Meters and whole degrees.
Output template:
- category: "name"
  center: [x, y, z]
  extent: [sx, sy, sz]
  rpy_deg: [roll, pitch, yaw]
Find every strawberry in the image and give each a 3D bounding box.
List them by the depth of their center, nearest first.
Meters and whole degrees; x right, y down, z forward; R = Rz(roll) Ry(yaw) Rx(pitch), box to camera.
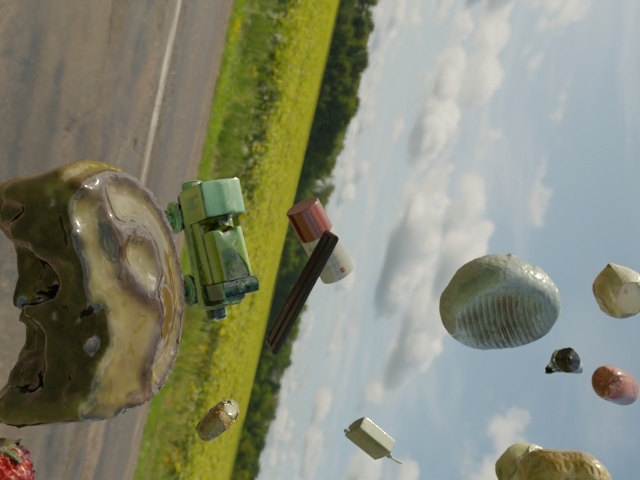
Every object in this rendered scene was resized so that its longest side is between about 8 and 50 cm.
- category: "strawberry"
  center: [-0.598, 0.487, 1.400]
  extent: [0.236, 0.111, 0.190]
  rpy_deg: [-65, -155, -2]

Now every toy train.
- category: "toy train"
  center: [-0.290, 0.018, 2.040]
  extent: [0.253, 0.160, 0.397]
  rpy_deg: [-15, -94, 55]

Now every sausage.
- category: "sausage"
  center: [0.520, 0.255, 1.337]
  extent: [0.154, 0.062, 0.062]
  rpy_deg: [25, 75, -53]

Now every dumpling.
- category: "dumpling"
  center: [0.557, 0.666, 2.140]
  extent: [0.193, 0.147, 0.258]
  rpy_deg: [-33, 146, -27]

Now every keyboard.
- category: "keyboard"
  center: [-0.070, 0.150, 1.578]
  extent: [0.381, 0.041, 0.103]
  rpy_deg: [-55, -163, 1]

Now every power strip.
- category: "power strip"
  center: [0.143, 0.516, 1.930]
  extent: [0.075, 0.175, 0.042]
  rpy_deg: [-41, -169, 45]

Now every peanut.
- category: "peanut"
  center: [0.599, 0.579, 1.876]
  extent: [0.129, 0.224, 0.129]
  rpy_deg: [-7, 90, -75]

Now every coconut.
- category: "coconut"
  center: [0.664, 0.108, 1.694]
  extent: [0.124, 0.110, 0.110]
  rpy_deg: [63, 6, -11]

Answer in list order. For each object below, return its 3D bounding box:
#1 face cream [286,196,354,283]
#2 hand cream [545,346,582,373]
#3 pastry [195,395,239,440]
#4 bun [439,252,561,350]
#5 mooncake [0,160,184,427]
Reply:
- category: "face cream"
  center: [0.000, 0.000, 1.983]
  extent: [0.214, 0.096, 0.096]
  rpy_deg: [62, 13, -19]
- category: "hand cream"
  center: [0.528, 0.272, 1.639]
  extent: [0.052, 0.075, 0.248]
  rpy_deg: [-64, 161, -9]
- category: "pastry"
  center: [-0.316, 0.553, 2.338]
  extent: [0.153, 0.081, 0.153]
  rpy_deg: [-48, -174, 6]
- category: "bun"
  center: [0.544, 0.181, 2.317]
  extent: [0.211, 0.362, 0.362]
  rpy_deg: [-81, -175, -52]
- category: "mooncake"
  center: [-0.387, 0.081, 1.204]
  extent: [0.393, 0.246, 0.394]
  rpy_deg: [-70, 147, -44]
